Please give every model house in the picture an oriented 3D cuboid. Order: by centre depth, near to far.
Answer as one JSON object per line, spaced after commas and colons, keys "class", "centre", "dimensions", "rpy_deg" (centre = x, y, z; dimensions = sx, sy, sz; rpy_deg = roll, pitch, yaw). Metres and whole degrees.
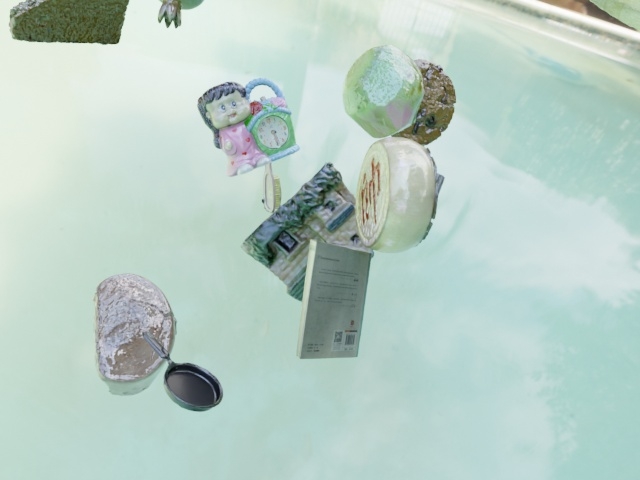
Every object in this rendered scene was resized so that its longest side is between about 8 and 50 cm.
{"class": "model house", "centre": [0.000, 0.000, 1.530], "dimensions": [0.400, 0.445, 0.395], "rpy_deg": [47, -1, -7]}

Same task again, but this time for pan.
{"class": "pan", "centre": [-0.311, 0.284, 0.882], "dimensions": [0.235, 0.028, 0.136], "rpy_deg": [39, 11, 15]}

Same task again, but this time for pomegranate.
{"class": "pomegranate", "centre": [-0.420, -0.733, 1.173], "dimensions": [0.187, 0.225, 0.187], "rpy_deg": [8, 1, 0]}

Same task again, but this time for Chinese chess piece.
{"class": "Chinese chess piece", "centre": [0.168, -0.104, 0.954], "dimensions": [0.112, 0.270, 0.270], "rpy_deg": [4, 40, -12]}

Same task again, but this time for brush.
{"class": "brush", "centre": [-0.183, -0.259, 1.545], "dimensions": [0.072, 0.313, 0.067], "rpy_deg": [20, 30, 41]}

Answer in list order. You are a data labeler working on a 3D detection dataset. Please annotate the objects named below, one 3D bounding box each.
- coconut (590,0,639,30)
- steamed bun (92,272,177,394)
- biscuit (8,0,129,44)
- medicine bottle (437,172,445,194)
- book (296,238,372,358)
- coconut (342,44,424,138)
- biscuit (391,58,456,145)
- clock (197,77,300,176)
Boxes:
{"class": "coconut", "centre": [0.528, -0.439, 0.542], "dimensions": [0.297, 0.254, 0.297], "rpy_deg": [8, 54, -11]}
{"class": "steamed bun", "centre": [-0.491, 0.247, 1.095], "dimensions": [0.199, 0.251, 0.301], "rpy_deg": [-6, 63, -24]}
{"class": "biscuit", "centre": [-0.487, -0.454, 0.801], "dimensions": [0.026, 0.131, 0.237], "rpy_deg": [39, 34, 8]}
{"class": "medicine bottle", "centre": [0.390, -0.146, 1.471], "dimensions": [0.057, 0.199, 0.057], "rpy_deg": [22, -3, 1]}
{"class": "book", "centre": [0.040, 0.153, 1.020], "dimensions": [0.215, 0.283, 0.025], "rpy_deg": [14, -9, -41]}
{"class": "coconut", "centre": [0.176, -0.386, 1.092], "dimensions": [0.236, 0.204, 0.236], "rpy_deg": [21, 56, -34]}
{"class": "biscuit", "centre": [0.341, -0.459, 1.379], "dimensions": [0.296, 0.296, 0.075], "rpy_deg": [-2, 16, -23]}
{"class": "clock", "centre": [-0.158, -0.264, 0.914], "dimensions": [0.194, 0.195, 0.100], "rpy_deg": [-26, 19, -10]}
